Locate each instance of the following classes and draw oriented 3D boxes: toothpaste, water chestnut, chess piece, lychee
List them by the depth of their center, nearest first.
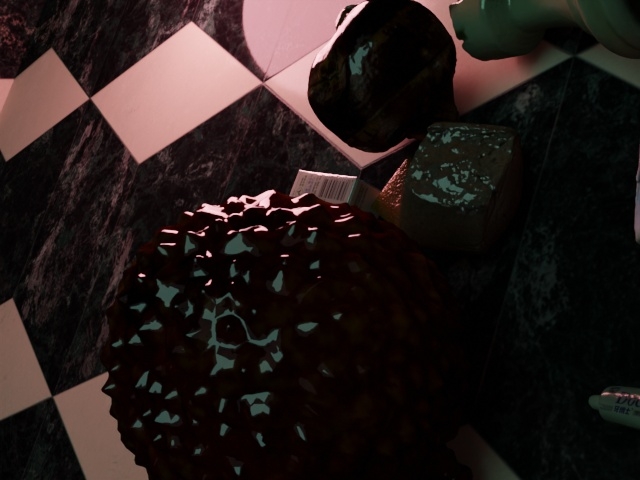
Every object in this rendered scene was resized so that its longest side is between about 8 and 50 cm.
[{"bbox_3d":[0.349,0.172,0.939,0.064,0.041,0.218,-59,22,-17],"label":"toothpaste"},{"bbox_3d":[-0.017,0.160,1.110,0.500,0.424,0.424,29,92,11],"label":"lychee"},{"bbox_3d":[0.305,-0.307,1.189,0.299,0.195,0.194,-1,68,57],"label":"chess piece"},{"bbox_3d":[0.099,-0.221,1.347,0.223,0.238,0.223,-48,10,11],"label":"water chestnut"}]

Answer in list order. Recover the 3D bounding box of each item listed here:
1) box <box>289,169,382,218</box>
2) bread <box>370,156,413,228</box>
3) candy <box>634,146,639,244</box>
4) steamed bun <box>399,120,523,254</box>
[{"bbox_3d":[-0.001,0.000,1.415,0.139,0.073,0.194,12,78,49],"label":"box"},{"bbox_3d":[0.126,-0.060,1.342,0.094,0.035,0.090,-54,40,10],"label":"bread"},{"bbox_3d":[0.421,-0.100,0.985,0.156,0.116,0.265,-10,62,45],"label":"candy"},{"bbox_3d":[0.182,-0.070,1.218,0.145,0.106,0.175,10,77,33],"label":"steamed bun"}]
